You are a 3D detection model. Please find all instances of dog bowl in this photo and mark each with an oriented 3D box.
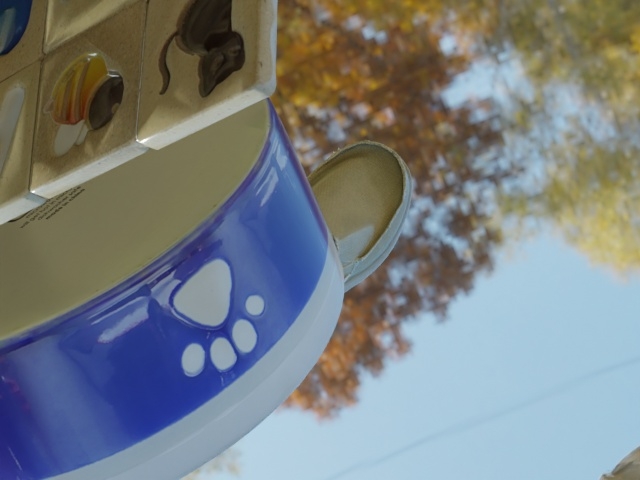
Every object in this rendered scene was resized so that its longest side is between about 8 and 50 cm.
[{"bbox_3d":[-0.127,0.019,0.801,0.265,0.104,0.265,-16,-150,10],"label":"dog bowl"}]

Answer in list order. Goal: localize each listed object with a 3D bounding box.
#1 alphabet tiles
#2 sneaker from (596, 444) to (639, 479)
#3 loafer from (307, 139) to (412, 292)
[{"bbox_3d":[-0.075,-0.175,0.608,0.285,0.011,0.342,-21,-123,38],"label":"alphabet tiles"},{"bbox_3d":[0.166,0.039,0.531,0.108,0.169,0.292,22,-178,10],"label":"sneaker"},{"bbox_3d":[0.000,0.000,1.430,0.102,0.092,0.268,33,-120,11],"label":"loafer"}]
